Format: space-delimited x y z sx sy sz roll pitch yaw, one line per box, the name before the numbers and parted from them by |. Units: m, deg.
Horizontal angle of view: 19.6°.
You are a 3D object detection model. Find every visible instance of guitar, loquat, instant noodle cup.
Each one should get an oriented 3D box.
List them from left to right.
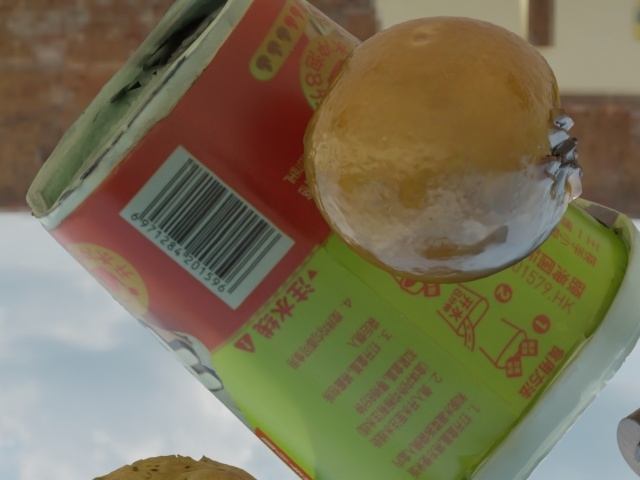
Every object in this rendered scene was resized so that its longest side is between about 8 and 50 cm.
instant noodle cup | 0.000 0.000 1.139 0.308 0.294 0.294 41 176 -16
loquat | 0.061 -0.044 0.924 0.141 0.141 0.141 0 -173 0
guitar | 0.359 0.255 1.634 0.038 0.084 0.271 -30 -121 -15

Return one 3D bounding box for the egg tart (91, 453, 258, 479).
egg tart | -0.136 0.298 1.428 0.295 0.116 0.295 -21 -141 18
